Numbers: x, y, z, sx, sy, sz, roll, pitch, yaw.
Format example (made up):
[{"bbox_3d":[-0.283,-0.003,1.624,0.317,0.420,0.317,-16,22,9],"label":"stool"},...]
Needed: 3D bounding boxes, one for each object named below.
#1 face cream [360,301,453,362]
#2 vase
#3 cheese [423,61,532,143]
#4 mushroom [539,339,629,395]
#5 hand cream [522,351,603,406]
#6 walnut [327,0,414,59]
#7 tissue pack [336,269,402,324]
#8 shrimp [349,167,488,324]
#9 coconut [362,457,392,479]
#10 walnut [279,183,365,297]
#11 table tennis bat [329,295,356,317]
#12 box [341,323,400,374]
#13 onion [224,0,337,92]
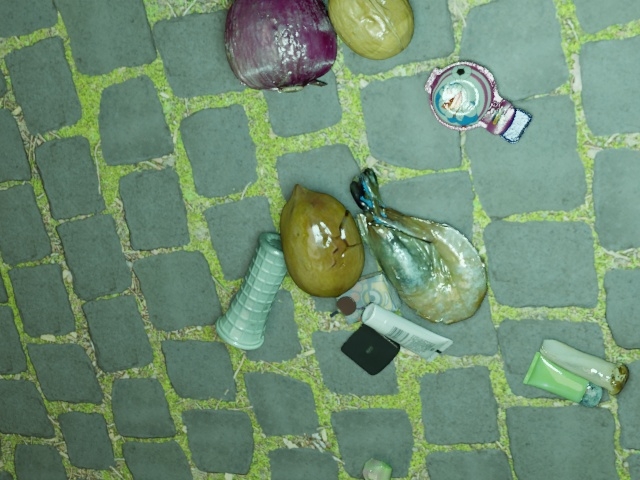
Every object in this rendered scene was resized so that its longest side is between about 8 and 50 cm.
[{"bbox_3d":[0.213,0.230,1.800,0.244,0.058,0.092,30,122,-21],"label":"face cream"},{"bbox_3d":[-0.162,0.128,1.893,0.143,0.143,0.299,30,113,8],"label":"vase"},{"bbox_3d":[0.344,-0.301,1.588,0.244,0.062,0.155,32,115,6],"label":"cheese"},{"bbox_3d":[0.618,0.294,1.692,0.209,0.084,0.071,23,146,14],"label":"mushroom"},{"bbox_3d":[0.591,0.343,1.740,0.175,0.046,0.095,24,116,18],"label":"hand cream"},{"bbox_3d":[0.113,-0.485,1.554,0.197,0.165,0.165,44,118,-8],"label":"walnut"},{"bbox_3d":[0.118,0.144,1.831,0.148,0.060,0.108,-18,100,24],"label":"tissue pack"},{"bbox_3d":[0.228,0.015,1.727,0.221,0.110,0.445,-38,96,21],"label":"shrimp"},{"bbox_3d":[0.155,0.648,1.991,0.083,0.082,0.081,17,89,-29],"label":"coconut"},{"bbox_3d":[0.000,0.000,1.739,0.203,0.203,0.298,-13,111,24],"label":"walnut"},{"bbox_3d":[0.055,0.173,1.828,0.083,0.007,0.050,-35,95,28],"label":"table tennis bat"},{"bbox_3d":[0.134,0.284,1.898,0.125,0.027,0.126,39,116,0],"label":"box"},{"bbox_3d":[-0.111,-0.504,1.630,0.267,0.159,0.348,-5,108,19],"label":"onion"}]
